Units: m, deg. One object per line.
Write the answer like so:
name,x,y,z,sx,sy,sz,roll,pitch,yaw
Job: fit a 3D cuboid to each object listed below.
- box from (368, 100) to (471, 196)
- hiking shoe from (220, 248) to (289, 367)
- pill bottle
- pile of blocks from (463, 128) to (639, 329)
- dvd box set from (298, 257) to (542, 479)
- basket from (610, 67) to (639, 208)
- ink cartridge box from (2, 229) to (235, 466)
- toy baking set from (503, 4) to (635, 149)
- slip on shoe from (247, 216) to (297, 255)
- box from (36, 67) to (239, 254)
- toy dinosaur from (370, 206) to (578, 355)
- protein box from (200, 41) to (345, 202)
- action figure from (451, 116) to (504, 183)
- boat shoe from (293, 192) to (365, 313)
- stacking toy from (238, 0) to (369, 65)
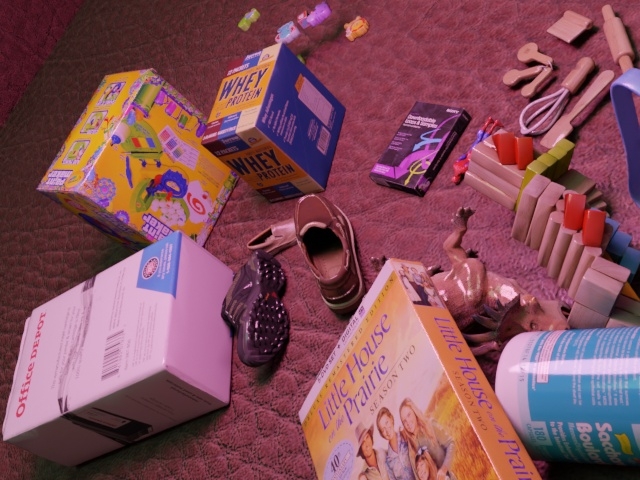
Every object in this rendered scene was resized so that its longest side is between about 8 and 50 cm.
box,0.165,-0.157,1.344,0.116,0.029,0.162,21,74,49
hiking shoe,-0.117,0.129,1.358,0.114,0.086,0.226,-38,33,35
pill bottle,0.331,0.163,0.844,0.264,0.146,0.146,-9,54,39
pile of blocks,0.317,-0.038,0.997,0.149,0.112,0.362,-15,50,-14
dvd box set,0.104,0.268,0.940,0.307,0.062,0.420,-62,32,31
basket,0.425,-0.035,0.830,0.201,0.255,0.289,-39,50,2
ink cartridge box,-0.356,0.201,1.441,0.395,0.166,0.285,-26,45,25
toy baking set,0.380,-0.248,1.219,0.197,0.030,0.256,-30,43,27
slip on shoe,-0.072,-0.013,1.443,0.135,0.041,0.051,-31,43,22
box,-0.342,-0.137,1.598,0.177,0.290,0.279,6,63,45
toy dinosaur,0.169,0.096,1.076,0.296,0.127,0.200,-29,50,32
protein box,-0.081,-0.213,1.482,0.136,0.201,0.199,-11,53,38
action figure,0.242,-0.137,1.257,0.115,0.030,0.038,-52,34,5
boat shoe,0.007,-0.004,1.308,0.095,0.095,0.257,-29,45,3
stacking toy,-0.036,-0.440,1.647,0.221,0.167,0.052,-26,45,25
